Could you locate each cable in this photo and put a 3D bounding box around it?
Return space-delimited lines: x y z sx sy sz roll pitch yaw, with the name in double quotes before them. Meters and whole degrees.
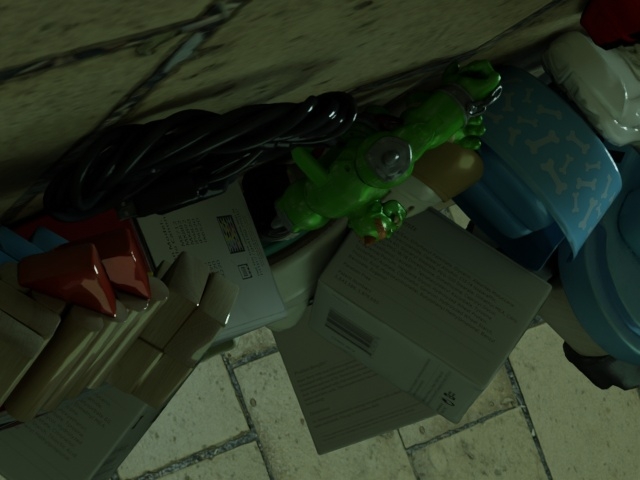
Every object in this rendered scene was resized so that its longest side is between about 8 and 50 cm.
"cable" -0.069 -0.056 0.914 0.184 0.047 0.150 -17 173 9

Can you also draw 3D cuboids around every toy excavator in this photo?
"toy excavator" 0.417 -0.082 1.478 0.445 0.222 0.433 -9 -136 50

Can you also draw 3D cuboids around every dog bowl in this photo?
"dog bowl" 0.164 -0.062 1.325 0.074 0.166 0.297 -43 179 -4

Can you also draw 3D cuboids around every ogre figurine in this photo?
"ogre figurine" 0.035 -0.059 1.142 0.197 0.097 0.118 -3 -152 41

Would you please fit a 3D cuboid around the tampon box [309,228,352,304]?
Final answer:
"tampon box" 0.000 0.000 1.672 0.101 0.120 0.161 -21 177 -3

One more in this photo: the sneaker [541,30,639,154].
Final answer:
"sneaker" 0.265 -0.128 1.255 0.115 0.090 0.232 -47 141 17

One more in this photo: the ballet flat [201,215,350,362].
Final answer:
"ballet flat" -0.095 0.045 1.555 0.400 0.139 0.139 -22 177 33

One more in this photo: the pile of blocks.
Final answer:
"pile of blocks" -0.179 0.027 0.856 0.362 0.149 0.112 -11 147 -52

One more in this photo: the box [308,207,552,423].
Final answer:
"box" 0.096 0.062 1.475 0.119 0.182 0.181 -55 173 -15

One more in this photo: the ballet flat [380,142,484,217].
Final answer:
"ballet flat" 0.066 -0.049 1.284 0.073 0.080 0.232 -58 -168 -8

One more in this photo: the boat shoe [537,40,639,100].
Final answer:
"boat shoe" 0.327 -0.155 1.355 0.305 0.091 0.109 -21 177 3

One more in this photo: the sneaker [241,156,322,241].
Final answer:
"sneaker" -0.043 -0.033 1.352 0.075 0.063 0.170 -9 175 -28

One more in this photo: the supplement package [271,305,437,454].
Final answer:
"supplement package" 0.052 0.085 1.943 0.177 0.293 0.175 -22 177 25

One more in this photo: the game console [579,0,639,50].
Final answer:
"game console" 0.352 -0.211 0.955 0.387 0.060 0.342 -20 -177 5

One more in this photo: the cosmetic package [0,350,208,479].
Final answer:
"cosmetic package" -0.221 0.124 1.414 0.183 0.151 0.151 -52 176 0

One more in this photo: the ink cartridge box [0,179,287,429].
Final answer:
"ink cartridge box" -0.222 0.065 1.160 0.309 0.130 0.272 -22 177 19
